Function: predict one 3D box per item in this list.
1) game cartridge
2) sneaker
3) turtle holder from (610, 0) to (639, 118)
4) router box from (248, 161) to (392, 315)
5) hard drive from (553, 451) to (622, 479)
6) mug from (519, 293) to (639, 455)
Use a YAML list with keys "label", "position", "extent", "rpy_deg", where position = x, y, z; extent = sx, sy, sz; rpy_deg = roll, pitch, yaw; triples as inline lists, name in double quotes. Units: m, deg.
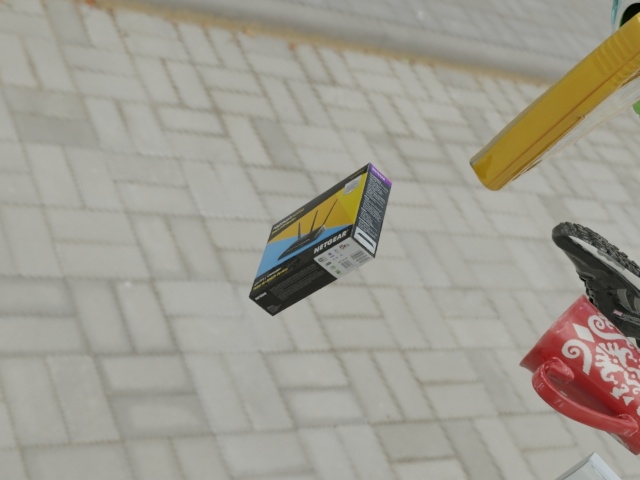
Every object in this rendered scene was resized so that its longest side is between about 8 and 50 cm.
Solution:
- label: "game cartridge"
  position: [0.327, -0.182, 1.156]
  extent: [0.285, 0.324, 0.052]
  rpy_deg: [-31, 85, -26]
- label: "sneaker"
  position: [0.458, 0.088, 1.808]
  extent: [0.283, 0.124, 0.107]
  rpy_deg: [35, 16, -12]
- label: "turtle holder"
  position: [0.597, -0.372, 1.972]
  extent: [0.227, 0.320, 0.243]
  rpy_deg: [-36, 78, -33]
- label: "router box"
  position: [0.000, 0.000, 1.385]
  extent: [0.046, 0.179, 0.133]
  rpy_deg: [41, 40, -23]
- label: "hard drive"
  position: [0.510, 0.551, 1.958]
  extent: [0.353, 0.233, 0.047]
  rpy_deg: [47, 41, 8]
- label: "mug"
  position: [0.320, 0.171, 1.337]
  extent: [0.169, 0.113, 0.150]
  rpy_deg: [42, 66, 13]
